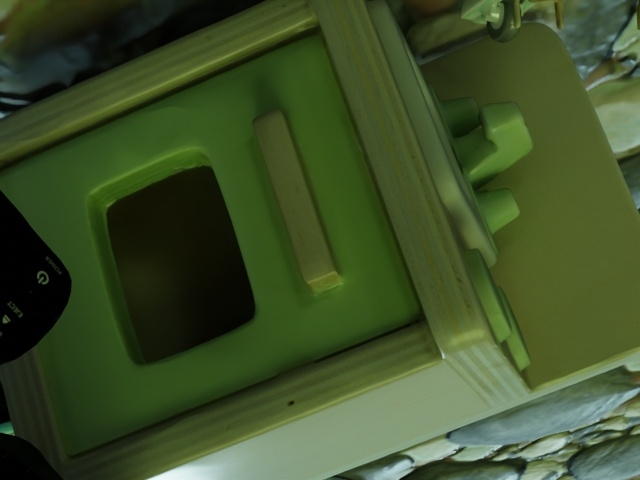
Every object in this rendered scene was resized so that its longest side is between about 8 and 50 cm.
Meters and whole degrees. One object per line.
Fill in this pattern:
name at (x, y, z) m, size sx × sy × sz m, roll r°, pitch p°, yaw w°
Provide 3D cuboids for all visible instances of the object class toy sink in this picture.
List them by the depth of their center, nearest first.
toy sink at (0.000, 0.000, 0.535) m, size 0.234 × 0.152 × 0.131 m, roll -21°, pitch 161°, yaw 9°

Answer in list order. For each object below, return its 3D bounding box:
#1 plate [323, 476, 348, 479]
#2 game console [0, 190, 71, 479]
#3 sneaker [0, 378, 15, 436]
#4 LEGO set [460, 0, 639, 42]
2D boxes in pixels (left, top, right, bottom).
plate at (-0.049, 0.215, 0.967) m, size 0.188 × 0.024 × 0.188 m, roll -11°, pitch 146°, yaw -8°
game console at (-0.115, 0.081, 0.445) m, size 0.213 × 0.044 × 0.361 m, roll -19°, pitch 117°, yaw 44°
sneaker at (-0.144, 0.099, 0.724) m, size 0.166 × 0.065 × 0.076 m, roll 6°, pitch 136°, yaw -33°
LEGO set at (0.195, -0.130, 0.538) m, size 0.287 × 0.107 × 0.132 m, roll -2°, pitch 179°, yaw -29°
